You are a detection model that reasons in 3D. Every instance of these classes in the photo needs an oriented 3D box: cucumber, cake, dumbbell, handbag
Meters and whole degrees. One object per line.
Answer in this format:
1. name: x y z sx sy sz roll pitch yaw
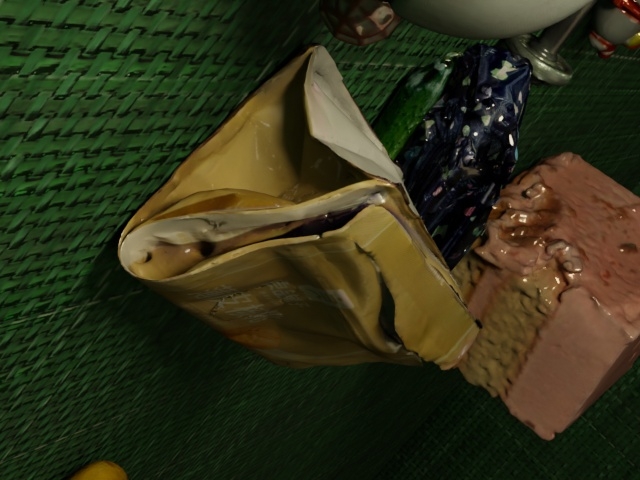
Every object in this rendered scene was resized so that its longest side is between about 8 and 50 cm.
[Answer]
1. cucumber: 0.079 -0.120 1.248 0.037 0.037 0.155 -28 159 -51
2. cake: 0.334 0.071 1.975 0.314 0.307 0.293 -33 159 -44
3. dumbbell: 0.250 -0.226 1.356 0.254 0.081 0.081 -54 164 26
4. handbag: 0.125 -0.066 1.330 0.260 0.113 0.162 118 -9 -45

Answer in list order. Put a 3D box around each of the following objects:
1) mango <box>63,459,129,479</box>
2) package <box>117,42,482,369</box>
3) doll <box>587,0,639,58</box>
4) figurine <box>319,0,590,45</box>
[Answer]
1. mango: -0.255 0.299 1.349 0.178 0.090 0.115 -54 174 20
2. package: 0.014 0.020 1.083 0.221 0.165 0.311 -46 155 -3
3. doll: 0.369 -0.272 1.596 0.142 0.076 0.245 -50 170 15
4. figurine: 0.123 -0.216 0.856 0.281 0.167 0.370 -46 176 18
